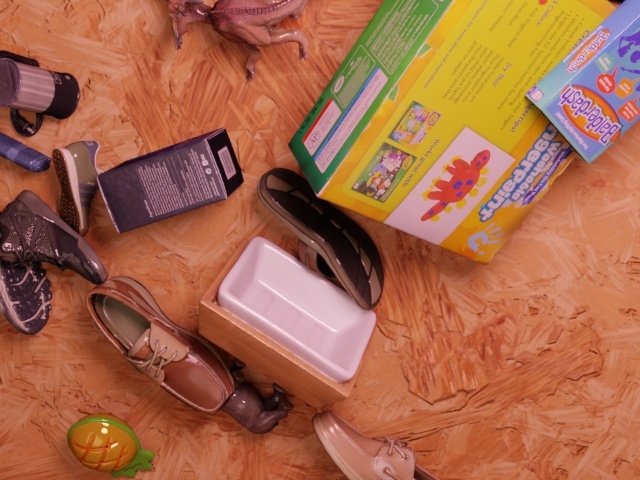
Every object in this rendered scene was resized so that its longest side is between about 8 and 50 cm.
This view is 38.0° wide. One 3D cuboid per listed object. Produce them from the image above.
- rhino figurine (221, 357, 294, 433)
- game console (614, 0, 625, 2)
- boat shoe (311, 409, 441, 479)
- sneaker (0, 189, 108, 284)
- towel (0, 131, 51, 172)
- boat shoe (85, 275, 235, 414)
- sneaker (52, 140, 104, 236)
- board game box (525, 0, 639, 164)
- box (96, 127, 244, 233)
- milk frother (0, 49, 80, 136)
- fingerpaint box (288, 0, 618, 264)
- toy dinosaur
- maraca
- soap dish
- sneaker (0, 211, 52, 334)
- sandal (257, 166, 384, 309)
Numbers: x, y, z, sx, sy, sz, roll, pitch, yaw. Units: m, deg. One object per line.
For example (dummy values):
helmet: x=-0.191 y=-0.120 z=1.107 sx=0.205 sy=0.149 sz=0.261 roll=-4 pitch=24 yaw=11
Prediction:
rhino figurine: x=-0.172 y=0.275 z=1.731 sx=0.243 sy=0.073 sz=0.106 roll=32 pitch=115 yaw=1
game console: x=0.449 y=-0.456 z=1.485 sx=0.361 sy=0.044 sz=0.213 roll=11 pitch=106 yaw=3
boat shoe: x=0.127 y=0.413 z=1.717 sx=0.341 sy=0.122 sz=0.110 roll=42 pitch=101 yaw=-16
sneaker: x=-0.492 y=0.024 z=1.658 sx=0.227 sy=0.087 sz=0.130 roll=40 pitch=65 yaw=4
towel: x=-0.546 y=-0.157 z=1.662 sx=0.119 sy=0.067 sz=0.029 roll=28 pitch=104 yaw=-2
boat shoe: x=-0.301 y=0.195 z=1.665 sx=0.324 sy=0.120 sz=0.123 roll=39 pitch=101 yaw=11
sneaker: x=-0.419 y=-0.096 z=1.664 sx=0.064 sy=0.086 sz=0.192 roll=33 pitch=139 yaw=33
board game box: x=0.421 y=-0.231 z=1.341 sx=0.210 sy=0.047 sz=0.160 roll=-44 pitch=131 yaw=13
box: x=-0.254 y=-0.105 z=1.599 sx=0.207 sy=0.153 sz=0.108 roll=-17 pitch=102 yaw=10
milk frother: x=-0.516 y=-0.242 z=1.601 sx=0.129 sy=0.134 sz=0.143 roll=34 pitch=105 yaw=29
fingerpaint box: x=0.230 y=-0.220 z=1.408 sx=0.371 sy=0.163 sz=0.445 roll=20 pitch=116 yaw=-34
toy dinosaur: x=-0.136 y=-0.358 z=1.487 sx=0.200 sy=0.295 sz=0.127 roll=16 pitch=80 yaw=-37
maraca: x=-0.401 y=0.398 z=1.780 sx=0.127 sy=0.099 sz=0.186 roll=-27 pitch=125 yaw=20
soap dish: x=-0.057 y=0.143 z=1.614 sx=0.290 sy=0.229 sz=0.118 roll=33 pitch=122 yaw=-3
sneaker: x=-0.606 y=0.053 z=1.721 sx=0.122 sy=0.110 sz=0.283 roll=-24 pitch=99 yaw=30
sandal: x=0.000 y=-0.002 z=1.633 sx=0.303 sy=0.120 sz=0.086 roll=47 pitch=132 yaw=-5
